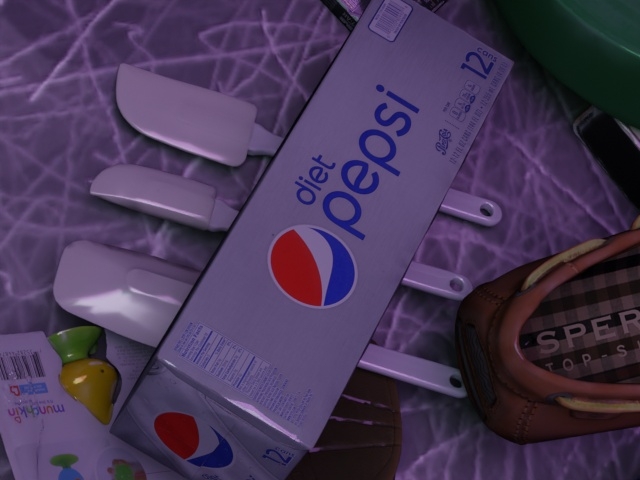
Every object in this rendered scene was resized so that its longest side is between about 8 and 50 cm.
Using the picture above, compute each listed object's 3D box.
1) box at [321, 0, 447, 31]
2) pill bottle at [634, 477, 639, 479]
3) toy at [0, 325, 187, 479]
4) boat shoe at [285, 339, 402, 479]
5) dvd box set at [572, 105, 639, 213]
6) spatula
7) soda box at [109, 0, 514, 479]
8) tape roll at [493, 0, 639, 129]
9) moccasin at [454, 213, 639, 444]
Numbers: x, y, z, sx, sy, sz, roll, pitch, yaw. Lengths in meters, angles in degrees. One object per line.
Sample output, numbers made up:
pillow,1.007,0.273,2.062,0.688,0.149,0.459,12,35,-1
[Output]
box,0.032,-0.159,1.157,0.083,0.018,0.067,46,72,-1
pill bottle,0.193,0.204,1.053,0.272,0.152,0.152,-24,85,-18
toy,-0.108,0.162,1.027,0.137,0.056,0.237,-2,69,-45
boat shoe,0.001,0.156,1.057,0.080,0.073,0.224,5,58,-9
dvd box set,0.405,-0.082,1.211,0.420,0.062,0.308,-39,90,-17
spatula,-0.018,0.003,1.095,0.242,0.019,0.168,18,55,-10
soda box,0.000,0.000,1.032,0.091,0.098,0.286,31,55,-2
tape roll,0.252,-0.209,1.145,0.321,0.077,0.321,1,65,-2
moccasin,0.262,0.015,1.048,0.380,0.147,0.139,-8,82,-12
